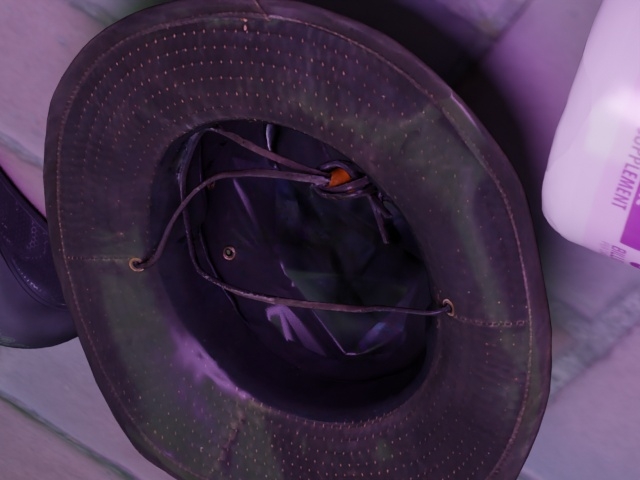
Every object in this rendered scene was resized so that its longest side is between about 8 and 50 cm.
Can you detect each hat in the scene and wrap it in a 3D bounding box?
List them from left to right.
[{"bbox_3d":[0.000,0.000,0.957,0.331,0.134,0.331,12,122,20],"label":"hat"}]

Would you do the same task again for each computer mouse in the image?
[{"bbox_3d":[-0.268,-0.009,1.191,0.188,0.072,0.272,-13,126,43],"label":"computer mouse"}]

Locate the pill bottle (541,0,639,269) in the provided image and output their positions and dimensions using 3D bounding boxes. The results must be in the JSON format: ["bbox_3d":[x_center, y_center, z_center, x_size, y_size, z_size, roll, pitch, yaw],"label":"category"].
[{"bbox_3d":[0.259,-0.029,0.706,0.301,0.169,0.169,21,143,13],"label":"pill bottle"}]
